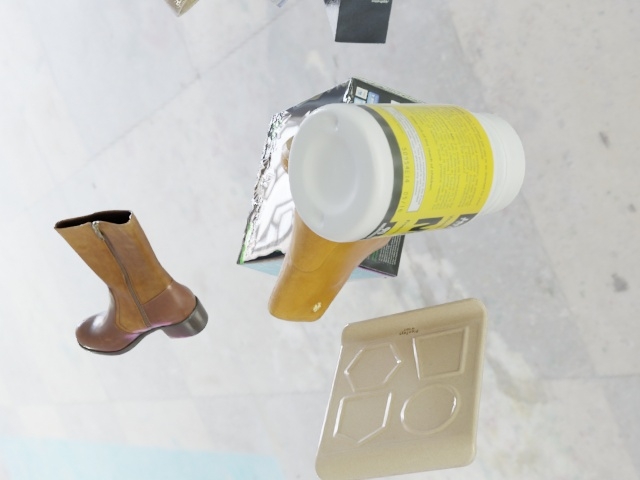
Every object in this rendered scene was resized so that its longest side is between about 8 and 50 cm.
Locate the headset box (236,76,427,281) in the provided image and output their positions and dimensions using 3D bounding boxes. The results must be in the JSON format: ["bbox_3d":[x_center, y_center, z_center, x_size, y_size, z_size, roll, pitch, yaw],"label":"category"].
[{"bbox_3d":[0.009,-0.072,1.422,0.283,0.131,0.246,-9,66,63],"label":"headset box"}]

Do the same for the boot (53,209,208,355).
[{"bbox_3d":[-0.360,0.075,1.669,0.264,0.096,0.280,-6,137,27],"label":"boot"}]

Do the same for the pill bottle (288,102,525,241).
[{"bbox_3d":[0.084,-0.065,0.904,0.119,0.208,0.119,9,102,47],"label":"pill bottle"}]

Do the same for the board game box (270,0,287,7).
[{"bbox_3d":[-0.006,-0.585,1.891,0.066,0.318,0.318,47,-170,-2],"label":"board game box"}]

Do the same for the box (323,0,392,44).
[{"bbox_3d":[0.065,-0.437,1.682,0.156,0.093,0.158,-101,15,-49],"label":"box"}]

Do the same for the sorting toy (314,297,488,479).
[{"bbox_3d":[0.096,0.171,1.130,0.193,0.208,0.038,-15,134,28],"label":"sorting toy"}]

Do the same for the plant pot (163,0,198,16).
[{"bbox_3d":[-0.176,-0.431,1.090,0.274,0.256,0.256,41,150,-10],"label":"plant pot"}]

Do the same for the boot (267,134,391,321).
[{"bbox_3d":[0.000,-0.001,1.081,0.104,0.295,0.211,39,105,20],"label":"boot"}]
